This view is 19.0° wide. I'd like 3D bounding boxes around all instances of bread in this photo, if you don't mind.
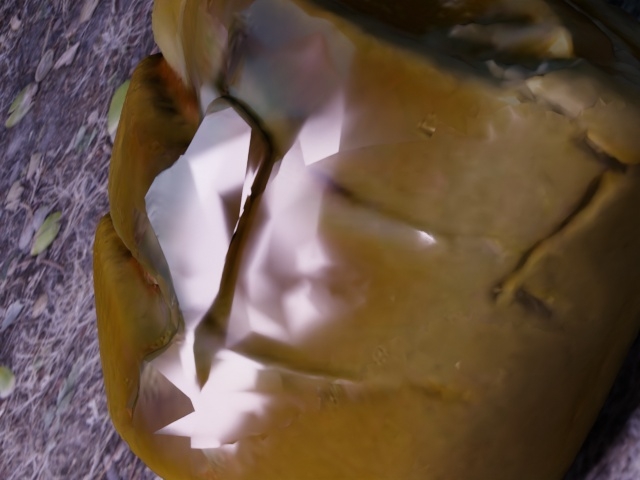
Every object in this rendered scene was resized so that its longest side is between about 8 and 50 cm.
[{"bbox_3d":[0.000,0.000,0.926,0.300,0.210,0.341,47,125,36],"label":"bread"}]
